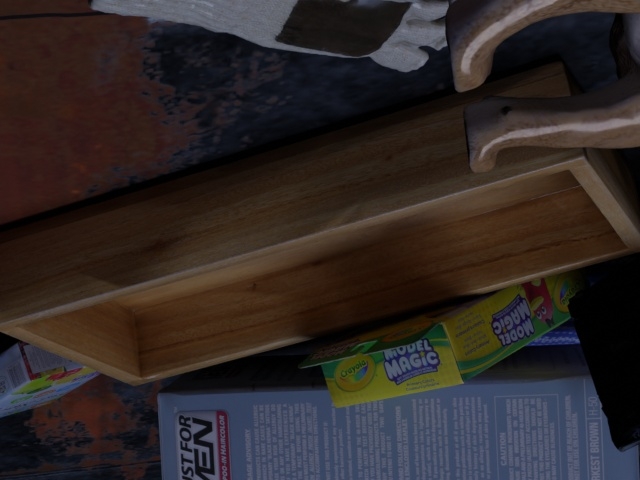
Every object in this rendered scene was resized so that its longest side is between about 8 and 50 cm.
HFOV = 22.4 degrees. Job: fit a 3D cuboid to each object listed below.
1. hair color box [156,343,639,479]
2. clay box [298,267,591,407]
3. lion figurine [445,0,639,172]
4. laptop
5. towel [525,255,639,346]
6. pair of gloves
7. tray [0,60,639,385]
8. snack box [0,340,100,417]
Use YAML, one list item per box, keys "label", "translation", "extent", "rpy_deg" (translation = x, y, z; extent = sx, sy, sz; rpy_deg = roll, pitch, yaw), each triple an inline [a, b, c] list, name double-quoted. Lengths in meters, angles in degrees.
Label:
- label: "hair color box"
  translation: [0.066, 0.157, 1.344]
  extent: [0.374, 0.113, 0.185]
  rpy_deg: [-2, -177, 5]
- label: "clay box"
  translation: [0.097, 0.070, 1.221]
  extent: [0.127, 0.053, 0.222]
  rpy_deg: [-17, -174, 43]
- label: "lion figurine"
  translation: [0.169, -0.115, 0.660]
  extent: [0.240, 0.142, 0.392]
  rpy_deg: [-7, 177, 7]
- label: "laptop"
  translation: [0.314, 0.045, 1.165]
  extent: [0.234, 0.264, 0.136]
  rpy_deg: [-34, 120, 16]
- label: "towel"
  translation: [0.258, 0.091, 1.466]
  extent: [0.243, 0.040, 0.336]
  rpy_deg: [2, 158, -10]
- label: "pair of gloves"
  translation: [0.020, -0.151, 0.762]
  extent: [0.204, 0.042, 0.240]
  rpy_deg: [4, 155, -31]
- label: "tray"
  translation: [0.000, 0.000, 1.112]
  extent: [0.411, 0.076, 0.203]
  rpy_deg: [-17, 158, 18]
- label: "snack box"
  translation: [-0.234, 0.110, 1.322]
  extent: [0.100, 0.037, 0.141]
  rpy_deg: [-11, 167, -44]
